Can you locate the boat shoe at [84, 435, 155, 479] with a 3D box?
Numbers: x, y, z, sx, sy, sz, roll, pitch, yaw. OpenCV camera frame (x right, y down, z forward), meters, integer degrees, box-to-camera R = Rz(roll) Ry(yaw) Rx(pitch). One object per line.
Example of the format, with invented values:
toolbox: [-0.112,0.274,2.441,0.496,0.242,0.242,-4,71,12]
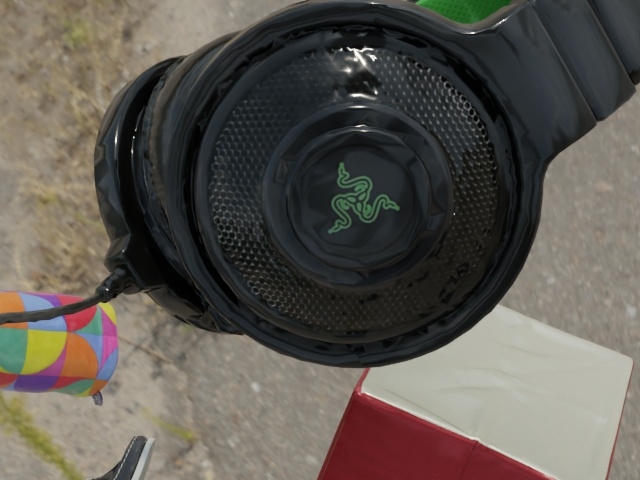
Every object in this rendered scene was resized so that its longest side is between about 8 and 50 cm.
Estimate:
boat shoe: [-0.143,0.174,0.866,0.038,0.046,0.125,28,105,3]

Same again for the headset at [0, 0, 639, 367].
headset: [0.000,0.000,0.557,0.394,0.243,0.185,-35,102,-16]

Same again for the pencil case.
pencil case: [-0.293,0.092,1.232,0.104,0.236,0.104,-13,72,45]

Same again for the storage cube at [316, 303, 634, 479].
storage cube: [0.105,0.172,1.019,0.184,0.193,0.215,24,31,8]
